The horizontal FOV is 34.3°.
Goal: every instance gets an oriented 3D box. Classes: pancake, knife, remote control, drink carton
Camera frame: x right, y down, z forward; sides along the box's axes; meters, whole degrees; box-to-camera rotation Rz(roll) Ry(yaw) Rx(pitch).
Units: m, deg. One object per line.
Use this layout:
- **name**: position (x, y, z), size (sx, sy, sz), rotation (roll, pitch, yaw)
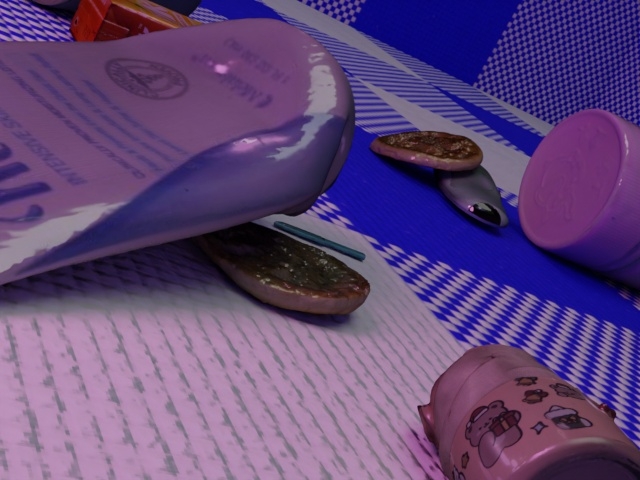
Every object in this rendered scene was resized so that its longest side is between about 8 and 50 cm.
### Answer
- **pancake**: position (-0.031, 0.015, 0.738), size (0.139, 0.022, 0.139), rotation (22, 16, -7)
- **pancake**: position (0.145, -0.124, 1.400), size (0.158, 0.028, 0.158), rotation (5, 19, -2)
- **knife**: position (0.000, 0.000, 0.875), size (0.091, 0.005, 0.014), rotation (22, 15, -23)
- **remote control**: position (0.203, -0.071, 1.388), size (0.097, 0.045, 0.256), rotation (23, 18, -11)
- **drink carton**: position (-0.154, -0.205, 1.141), size (0.223, 0.071, 0.096), rotation (19, 19, -32)

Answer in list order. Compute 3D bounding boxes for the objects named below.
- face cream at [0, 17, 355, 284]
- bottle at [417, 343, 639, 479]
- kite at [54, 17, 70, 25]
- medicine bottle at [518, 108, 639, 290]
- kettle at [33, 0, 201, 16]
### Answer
- **face cream**: position (-0.132, -0.068, 0.674), size (0.235, 0.137, 0.420), rotation (38, 33, 26)
- **bottle**: position (0.111, 0.109, 0.561), size (0.099, 0.099, 0.152), rotation (24, 12, -18)
- **kite**: position (-0.259, -0.230, 1.162), size (0.078, 0.002, 0.044), rotation (15, 20, -44)
- **medicine bottle**: position (0.447, -0.033, 1.399), size (0.315, 0.202, 0.202), rotation (21, 17, -28)
- **kettle**: position (-0.285, -0.348, 1.267), size (0.210, 0.160, 0.243), rotation (15, 16, 22)
